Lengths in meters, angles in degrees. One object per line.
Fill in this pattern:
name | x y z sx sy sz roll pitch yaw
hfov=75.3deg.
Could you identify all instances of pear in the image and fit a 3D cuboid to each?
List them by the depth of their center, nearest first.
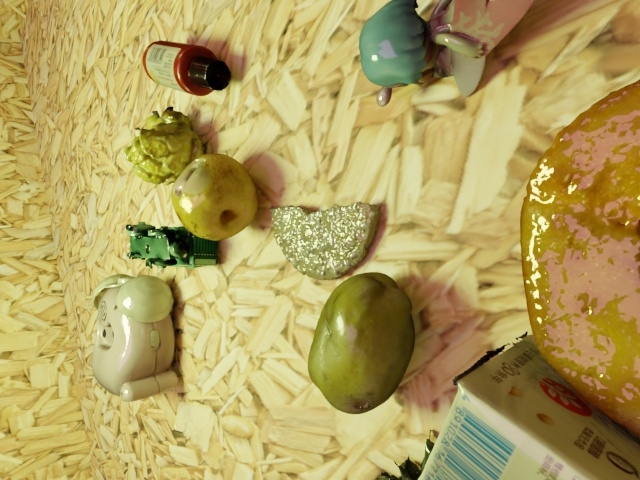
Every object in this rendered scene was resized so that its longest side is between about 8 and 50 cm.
pear | -0.212 -0.091 0.827 0.178 0.178 0.178 5 96 45

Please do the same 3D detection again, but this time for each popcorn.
popcorn | -0.370 -0.217 0.981 0.195 0.168 0.173 55 166 40

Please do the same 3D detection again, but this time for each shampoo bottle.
shampoo bottle | -0.297 -0.385 0.931 0.278 0.104 0.104 29 113 41

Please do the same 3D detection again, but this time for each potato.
potato | 0.056 0.144 0.592 0.154 0.137 0.200 43 123 35

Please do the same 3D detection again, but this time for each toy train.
toy train | -0.361 0.008 0.993 0.269 0.154 0.115 -1 93 46

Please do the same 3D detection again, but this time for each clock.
clock | -0.543 0.260 1.196 0.342 0.184 0.326 -2 87 40

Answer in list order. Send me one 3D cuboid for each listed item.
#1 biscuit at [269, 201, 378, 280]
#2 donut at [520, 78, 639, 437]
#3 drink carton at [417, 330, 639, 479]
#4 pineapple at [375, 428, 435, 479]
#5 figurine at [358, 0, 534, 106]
biscuit | -0.002 0.003 0.715 0.250 0.032 0.133 2 96 44
donut | 0.316 0.014 0.336 0.303 0.110 0.303 4 96 46
drink carton | 0.268 0.233 0.343 0.324 0.194 0.132 31 116 39
pineapple | 0.101 0.394 0.556 0.169 0.169 0.340 38 116 37
figurine | 0.148 -0.284 0.488 0.260 0.103 0.205 -16 82 46
